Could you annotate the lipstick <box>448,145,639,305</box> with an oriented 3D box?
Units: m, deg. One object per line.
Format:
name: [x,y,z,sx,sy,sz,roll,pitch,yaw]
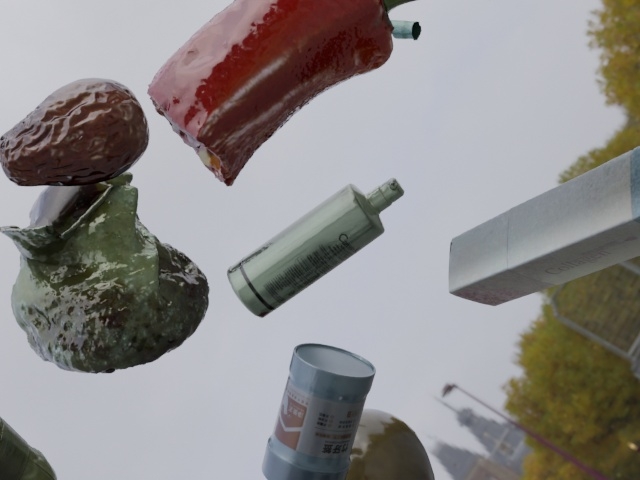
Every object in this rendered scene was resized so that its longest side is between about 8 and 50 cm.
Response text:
lipstick: [0.235,-0.011,0.883,0.317,0.066,0.068,-30,50,56]

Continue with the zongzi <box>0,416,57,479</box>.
zongzi: [-0.258,0.174,0.688,0.119,0.109,0.055,-37,20,11]

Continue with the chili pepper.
chili pepper: [-0.002,-0.204,0.905,0.338,0.131,0.134,-38,-26,-6]

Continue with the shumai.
shumai: [-0.414,0.027,1.829,0.395,0.395,0.348,-31,-61,-47]

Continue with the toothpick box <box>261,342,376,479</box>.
toothpick box: [-0.003,0.208,1.124,0.101,0.101,0.153,-7,-66,-61]

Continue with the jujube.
jujube: [-0.386,-0.160,1.509,0.237,0.168,0.168,-26,-34,-17]

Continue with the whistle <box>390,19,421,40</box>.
whistle: [0.108,-0.415,1.898,0.039,0.186,0.039,-22,-63,-52]

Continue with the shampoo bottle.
shampoo bottle: [0.000,0.000,1.306,0.262,0.085,0.085,-35,-21,11]

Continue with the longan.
longan: [0.054,0.382,1.484,0.258,0.258,0.258,-44,-27,-30]
